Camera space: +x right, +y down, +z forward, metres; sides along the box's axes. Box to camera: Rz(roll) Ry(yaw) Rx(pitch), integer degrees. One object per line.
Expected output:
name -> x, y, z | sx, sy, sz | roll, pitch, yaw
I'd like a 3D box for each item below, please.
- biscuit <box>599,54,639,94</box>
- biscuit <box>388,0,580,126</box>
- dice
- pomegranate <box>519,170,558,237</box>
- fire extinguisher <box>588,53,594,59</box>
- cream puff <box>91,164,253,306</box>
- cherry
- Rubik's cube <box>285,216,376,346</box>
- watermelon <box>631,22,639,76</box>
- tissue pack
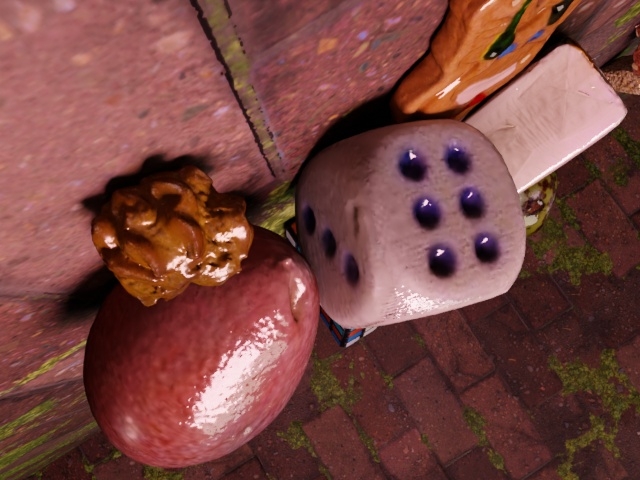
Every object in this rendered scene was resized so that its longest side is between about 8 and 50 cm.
biscuit -> 0.687, -0.369, 1.174 | 0.082, 0.070, 0.168 | -28, -162, 4
biscuit -> 0.167, -0.184, 0.529 | 0.202, 0.047, 0.334 | -30, 172, -21
dice -> 0.091, -0.014, 0.590 | 0.194, 0.193, 0.192 | -10, 174, -26
pomegranate -> 0.370, -0.090, 1.118 | 0.254, 0.270, 0.254 | -1, 164, 0
fire extinguisher -> 0.461, -0.317, 0.947 | 0.083, 0.022, 0.028 | -28, -151, -31
cream puff -> -0.110, 0.000, 0.407 | 0.116, 0.094, 0.122 | -36, 176, 40
cherry -> -0.119, 0.103, 0.571 | 0.261, 0.221, 0.307 | -33, 163, -52
Rubik's cube -> 0.066, 0.037, 0.853 | 0.182, 0.184, 0.187 | -30, 157, -14
watermelon -> 0.663, -0.392, 0.970 | 0.193, 0.140, 0.257 | -37, -178, -2
tissue pack -> 0.285, -0.165, 0.705 | 0.185, 0.124, 0.225 | -36, -178, 31
